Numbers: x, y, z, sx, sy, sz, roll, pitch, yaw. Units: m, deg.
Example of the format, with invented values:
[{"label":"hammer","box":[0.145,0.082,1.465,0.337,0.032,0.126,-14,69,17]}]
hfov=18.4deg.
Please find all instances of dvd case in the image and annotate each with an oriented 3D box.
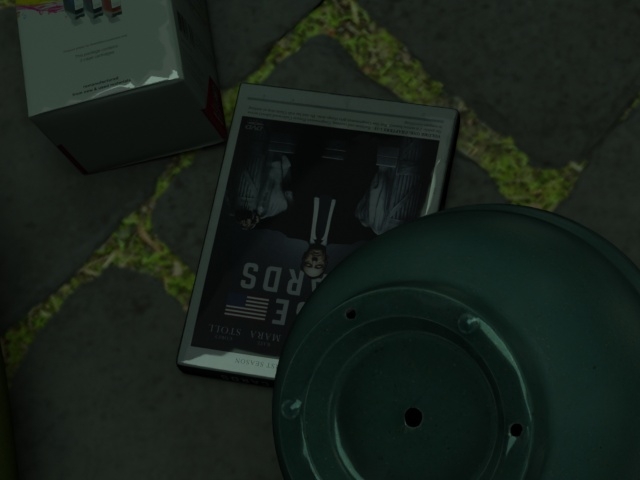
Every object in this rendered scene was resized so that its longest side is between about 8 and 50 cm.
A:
[{"label":"dvd case","box":[0.000,0.000,1.524,0.179,0.029,0.238,8,71,11]}]

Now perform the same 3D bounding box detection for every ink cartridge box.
[{"label":"ink cartridge box","box":[-0.159,-0.166,1.549,0.127,0.128,0.176,-13,68,10]}]

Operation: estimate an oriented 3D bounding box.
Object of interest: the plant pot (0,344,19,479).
[{"label":"plant pot","box":[-0.340,0.105,1.435,0.275,0.275,0.293,-25,86,-1]}]

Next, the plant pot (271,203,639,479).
[{"label":"plant pot","box":[0.086,0.117,1.329,0.293,0.196,0.293,-1,88,23]}]
